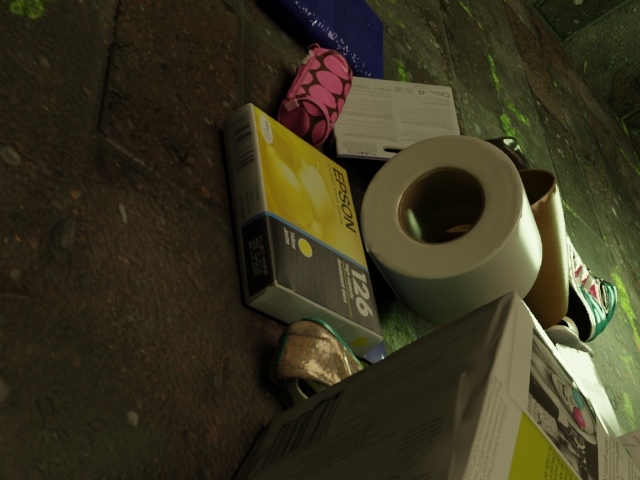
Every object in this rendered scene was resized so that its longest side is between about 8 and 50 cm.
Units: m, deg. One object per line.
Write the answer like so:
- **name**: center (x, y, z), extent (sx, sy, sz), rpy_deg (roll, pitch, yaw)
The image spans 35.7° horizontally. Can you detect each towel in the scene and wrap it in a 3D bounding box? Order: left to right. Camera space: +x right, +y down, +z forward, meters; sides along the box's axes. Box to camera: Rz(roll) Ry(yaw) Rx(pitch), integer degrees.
- **towel**: center (0.000, -0.423, 1.834), extent (0.308, 0.076, 0.228), rpy_deg (39, 40, -35)

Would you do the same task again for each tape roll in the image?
- **tape roll**: center (0.199, -0.012, 1.494), extent (0.169, 0.246, 0.246), rpy_deg (54, 20, -54)

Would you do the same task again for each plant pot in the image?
- **plant pot**: center (0.353, 0.035, 1.815), extent (0.254, 0.237, 0.237), rpy_deg (66, 23, -19)

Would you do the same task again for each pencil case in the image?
- **pencil case**: center (-0.011, -0.231, 1.582), extent (0.209, 0.095, 0.098), rpy_deg (-74, 146, -55)

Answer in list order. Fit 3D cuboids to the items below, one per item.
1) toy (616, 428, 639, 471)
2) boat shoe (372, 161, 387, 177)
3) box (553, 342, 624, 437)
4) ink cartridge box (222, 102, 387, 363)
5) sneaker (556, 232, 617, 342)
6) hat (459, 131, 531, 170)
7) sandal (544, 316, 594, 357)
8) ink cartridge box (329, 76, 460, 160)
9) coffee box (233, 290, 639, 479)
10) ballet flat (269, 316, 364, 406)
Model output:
- **toy**: center (0.487, 0.408, 1.648), extent (0.056, 0.237, 0.137), rpy_deg (82, -15, -50)
- **boat shoe**: center (0.133, -0.126, 1.742), extent (0.105, 0.089, 0.285), rpy_deg (69, 15, -46)
- **box**: center (0.479, 0.342, 1.816), extent (0.169, 0.087, 0.290), rpy_deg (18, 47, -52)
- **ink cartridge box**: center (0.000, 0.000, 1.385), extent (0.307, 0.072, 0.304), rpy_deg (28, 39, -42)
- **sneaker**: center (0.556, 0.082, 2.176), extent (0.178, 0.123, 0.296), rpy_deg (5, 65, -52)
- **hat**: center (0.380, -0.144, 2.111), extent (0.331, 0.134, 0.331), rpy_deg (40, 33, -33)
- **sandal**: center (0.456, 0.192, 1.937), extent (0.265, 0.102, 0.076), rpy_deg (31, 35, -57)
- **ink cartridge box**: center (0.124, -0.189, 1.679), extent (0.223, 0.045, 0.224), rpy_deg (5, 44, -7)
- **coffee box**: center (0.115, 0.320, 0.939), extent (0.334, 0.337, 0.338), rpy_deg (54, 26, -10)
- **ballet flat**: center (0.050, 0.231, 1.214), extent (0.316, 0.107, 0.106), rpy_deg (44, 49, -16)
